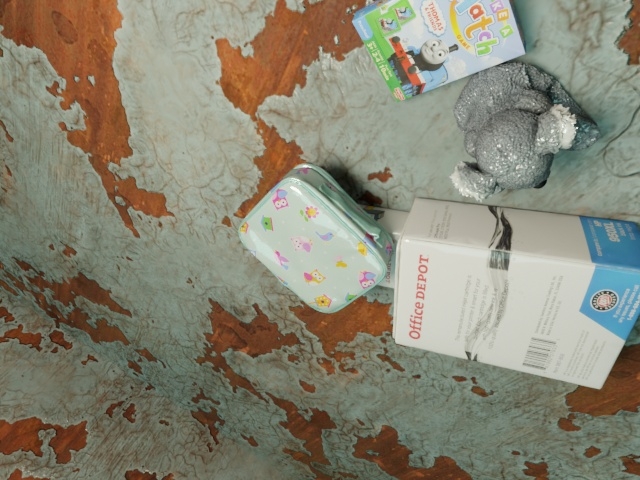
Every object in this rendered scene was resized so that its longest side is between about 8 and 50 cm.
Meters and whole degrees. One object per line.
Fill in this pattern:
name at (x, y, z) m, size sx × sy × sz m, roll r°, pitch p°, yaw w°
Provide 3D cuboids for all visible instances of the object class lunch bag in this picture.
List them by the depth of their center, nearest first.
lunch bag at (0.000, 0.000, 0.831) m, size 0.279 × 0.108 × 0.224 m, roll 43°, pitch 123°, yaw -9°

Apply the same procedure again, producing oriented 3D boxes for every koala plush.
koala plush at (0.285, -0.150, 0.631) m, size 0.196 × 0.221 × 0.203 m, roll -31°, pitch 108°, yaw 39°

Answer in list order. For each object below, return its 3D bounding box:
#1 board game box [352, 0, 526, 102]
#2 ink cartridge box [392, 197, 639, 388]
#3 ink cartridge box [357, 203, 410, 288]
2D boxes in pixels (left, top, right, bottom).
board game box at (0.178, -0.317, 0.640) m, size 0.211 × 0.039 × 0.160 m, roll -11°, pitch 135°, yaw 36°
ink cartridge box at (0.354, 0.093, 0.819) m, size 0.394 × 0.166 × 0.285 m, roll 9°, pitch 127°, yaw 18°
ink cartridge box at (0.084, 0.006, 0.929) m, size 0.212 × 0.093 × 0.154 m, roll 11°, pitch 129°, yaw 19°
